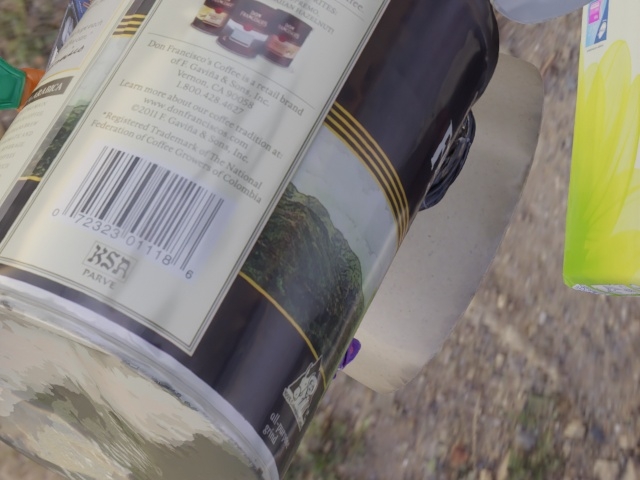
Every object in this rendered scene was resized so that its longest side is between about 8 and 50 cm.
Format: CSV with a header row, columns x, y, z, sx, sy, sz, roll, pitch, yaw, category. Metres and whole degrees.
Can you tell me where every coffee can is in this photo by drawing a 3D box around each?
x,y,z,sx,sy,sz,roll,pitch,yaw,category
-0.056,-0.026,0.833,0.201,0.201,0.275,26,63,4,coffee can

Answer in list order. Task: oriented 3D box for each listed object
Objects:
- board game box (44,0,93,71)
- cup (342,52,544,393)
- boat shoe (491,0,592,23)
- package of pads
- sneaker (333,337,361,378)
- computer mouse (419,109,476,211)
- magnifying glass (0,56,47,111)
x,y,z,sx,sy,sz,roll,pitch,yaw,category
-0.239,-0.086,1.554,0.042,0.165,0.243,12,118,-23,board game box
0.018,-0.060,1.516,0.237,0.331,0.331,25,107,-12,cup
0.163,-0.214,0.905,0.077,0.070,0.219,27,112,-36,boat shoe
0.256,-0.108,1.128,0.101,0.229,0.297,4,89,-15,package of pads
-0.005,0.058,1.030,0.071,0.170,0.068,23,97,-8,sneaker
0.000,0.000,0.968,0.242,0.041,0.071,-40,68,-13,computer mouse
-0.210,-0.099,1.040,0.231,0.026,0.092,9,101,-35,magnifying glass
